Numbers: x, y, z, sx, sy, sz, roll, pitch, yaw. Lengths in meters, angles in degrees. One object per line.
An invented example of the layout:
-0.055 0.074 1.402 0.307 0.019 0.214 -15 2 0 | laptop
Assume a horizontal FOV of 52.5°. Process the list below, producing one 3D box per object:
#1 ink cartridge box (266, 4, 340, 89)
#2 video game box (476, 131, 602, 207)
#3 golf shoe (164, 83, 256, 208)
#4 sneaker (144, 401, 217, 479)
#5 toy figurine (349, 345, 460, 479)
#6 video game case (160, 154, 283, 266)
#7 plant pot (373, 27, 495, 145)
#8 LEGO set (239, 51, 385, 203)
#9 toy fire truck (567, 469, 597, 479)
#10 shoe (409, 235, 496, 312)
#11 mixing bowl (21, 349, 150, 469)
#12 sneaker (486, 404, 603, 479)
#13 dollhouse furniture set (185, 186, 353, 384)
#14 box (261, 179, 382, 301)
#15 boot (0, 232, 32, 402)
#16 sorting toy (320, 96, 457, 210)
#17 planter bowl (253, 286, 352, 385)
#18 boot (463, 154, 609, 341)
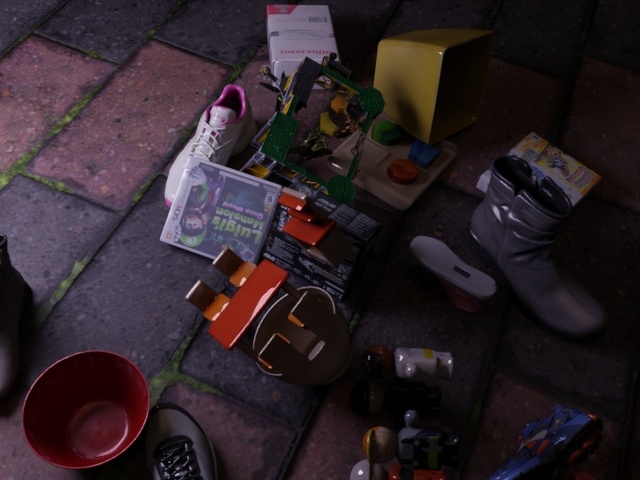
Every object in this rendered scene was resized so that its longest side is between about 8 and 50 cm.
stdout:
-0.045 -0.466 1.560 0.159 0.092 0.217 -2 53 -8 | ink cartridge box
0.472 -0.126 1.400 0.187 0.048 0.205 41 60 18 | video game box
-0.229 -0.194 1.314 0.115 0.140 0.306 20 56 7 | golf shoe
-0.191 0.352 0.939 0.100 0.108 0.271 -18 57 -16 | sneaker
0.117 0.271 0.971 0.148 0.209 0.213 3 53 3 | toy figurine
-0.186 -0.050 1.222 0.191 0.022 0.173 19 90 4 | video game case
0.236 -0.365 1.441 0.187 0.212 0.212 29 41 32 | plant pot
-0.029 -0.199 1.330 0.255 0.192 0.331 19 69 -20 | LEGO set
0.406 0.459 0.965 0.135 0.047 0.192 -21 60 -22 | toy fire truck
0.236 0.067 1.209 0.178 0.081 0.063 34 57 14 | shoe
-0.346 0.270 0.985 0.182 0.098 0.181 4 53 -5 | mixing bowl
0.344 0.343 1.032 0.221 0.083 0.087 -30 25 -14 | sneaker
-0.081 0.058 1.034 0.259 0.135 0.262 -52 38 -10 | dollhouse furniture set
0.000 0.000 1.182 0.180 0.147 0.077 28 35 14 | box
-0.532 0.122 1.033 0.084 0.161 0.246 -2 54 -8 | boot
0.122 -0.213 1.426 0.307 0.041 0.229 33 57 16 | sorting toy
-0.015 0.173 1.069 0.162 0.109 0.162 -25 41 23 | planter bowl
0.407 0.017 1.178 0.118 0.222 0.338 -34 64 -27 | boot
